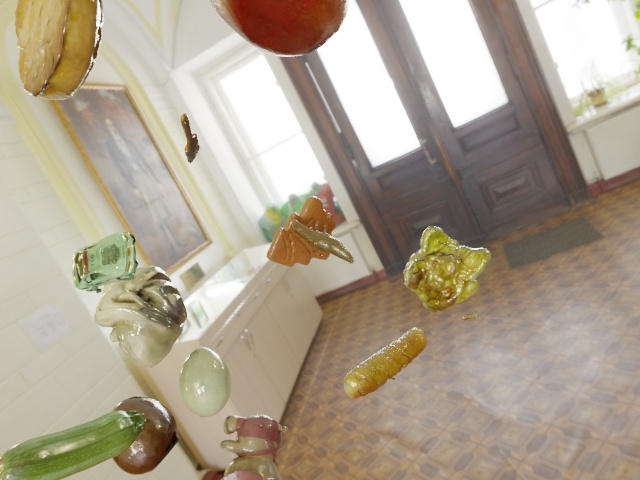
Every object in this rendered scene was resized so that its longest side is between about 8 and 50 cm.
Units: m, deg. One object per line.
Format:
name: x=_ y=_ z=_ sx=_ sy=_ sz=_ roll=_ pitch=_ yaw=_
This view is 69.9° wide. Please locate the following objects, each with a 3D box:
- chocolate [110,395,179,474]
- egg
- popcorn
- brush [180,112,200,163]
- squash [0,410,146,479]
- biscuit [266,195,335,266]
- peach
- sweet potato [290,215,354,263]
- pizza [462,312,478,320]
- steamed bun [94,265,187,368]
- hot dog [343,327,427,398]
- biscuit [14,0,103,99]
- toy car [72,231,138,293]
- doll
chocolate: x=-0.414 y=0.439 z=1.043 sx=0.177 sy=0.176 sz=0.176 roll=-27 pitch=10 yaw=5
egg: x=-0.426 y=0.521 z=1.687 sx=0.187 sy=0.252 sz=0.186 roll=-7 pitch=-6 yaw=-1
popcorn: x=0.474 y=0.098 z=1.794 sx=0.322 sy=0.325 sz=0.290 roll=-24 pitch=-2 yaw=3
brush: x=-0.247 y=-0.193 z=0.858 sx=0.170 sy=0.015 sz=0.043 roll=125 pitch=168 yaw=-74
squash: x=-0.374 y=0.319 z=0.703 sx=0.068 sy=0.077 sz=0.219 roll=15 pitch=13 yaw=37
biscuit: x=-0.066 y=-0.004 z=1.700 sx=0.306 sy=0.283 sz=0.043 roll=-32 pitch=38 yaw=-24
peach: x=-0.085 y=-0.520 z=0.893 sx=0.308 sy=0.307 sz=0.332 roll=-22 pitch=16 yaw=30
sweet potato: x=0.000 y=0.000 z=1.546 sx=0.067 sy=0.274 sz=0.067 roll=-52 pitch=-17 yaw=-23
pizza: x=0.448 y=0.227 z=1.370 sx=0.037 sy=0.016 sz=0.083 roll=-10 pitch=-16 yaw=-15
steamed bun: x=-0.631 y=0.257 z=1.689 sx=0.248 sy=0.339 sz=0.352 roll=-25 pitch=27 yaw=22
hot dog: x=0.180 y=0.320 z=1.211 sx=0.286 sy=0.087 sz=0.061 roll=-32 pitch=15 yaw=-30
biscuit: x=-0.535 y=-0.433 z=0.939 sx=0.297 sy=0.295 sz=0.102 roll=-19 pitch=-15 yaw=39
toy car: x=-0.404 y=0.043 z=0.834 sx=0.186 sy=0.093 sz=0.058 roll=-16 pitch=-12 yaw=29
doll: x=-0.177 y=0.585 z=1.174 sx=0.152 sy=0.196 sz=0.255 roll=-54 pitch=30 yaw=40
